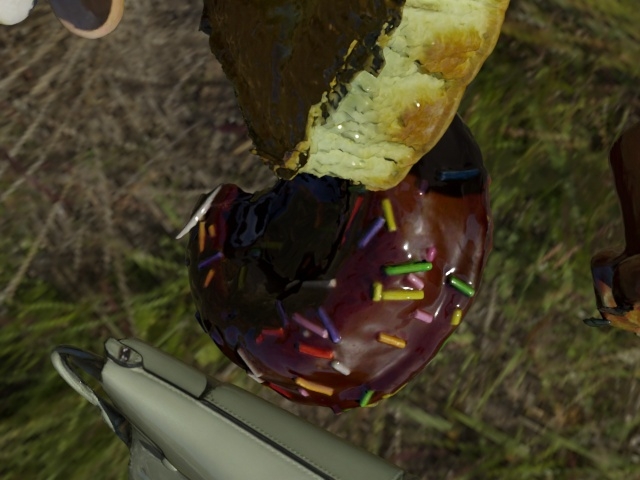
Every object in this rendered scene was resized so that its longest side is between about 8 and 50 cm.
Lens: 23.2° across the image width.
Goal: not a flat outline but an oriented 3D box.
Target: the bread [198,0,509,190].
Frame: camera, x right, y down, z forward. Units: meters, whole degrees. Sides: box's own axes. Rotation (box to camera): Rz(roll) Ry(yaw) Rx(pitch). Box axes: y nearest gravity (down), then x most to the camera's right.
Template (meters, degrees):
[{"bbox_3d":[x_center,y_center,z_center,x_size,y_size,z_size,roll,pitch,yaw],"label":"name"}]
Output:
[{"bbox_3d":[0.007,-0.097,0.593,0.128,0.069,0.140,-57,46,37],"label":"bread"}]

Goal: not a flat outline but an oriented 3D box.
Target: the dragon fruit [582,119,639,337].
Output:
[{"bbox_3d":[0.242,0.000,0.646,0.268,0.295,0.130,20,83,-13],"label":"dragon fruit"}]

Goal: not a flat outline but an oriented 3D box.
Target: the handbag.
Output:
[{"bbox_3d":[-0.081,0.173,1.129,0.315,0.109,0.241,25,151,14],"label":"handbag"}]

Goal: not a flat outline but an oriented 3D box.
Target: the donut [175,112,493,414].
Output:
[{"bbox_3d":[0.001,-0.001,1.016,0.230,0.096,0.216,-34,54,28],"label":"donut"}]

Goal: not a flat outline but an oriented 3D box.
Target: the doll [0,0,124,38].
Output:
[{"bbox_3d":[-0.134,-0.261,0.734,0.161,0.423,0.348,10,132,27],"label":"doll"}]
